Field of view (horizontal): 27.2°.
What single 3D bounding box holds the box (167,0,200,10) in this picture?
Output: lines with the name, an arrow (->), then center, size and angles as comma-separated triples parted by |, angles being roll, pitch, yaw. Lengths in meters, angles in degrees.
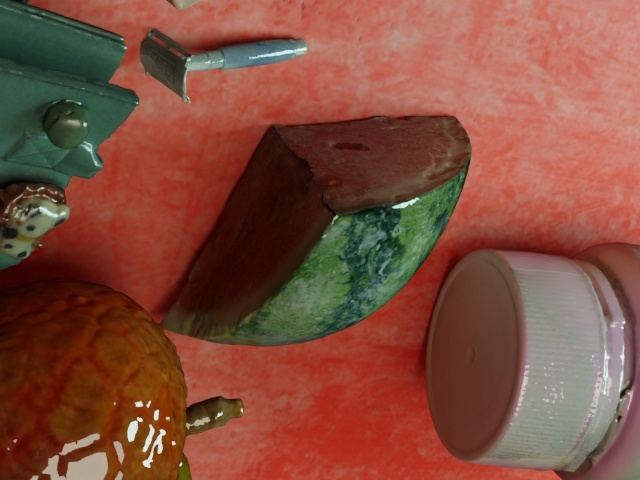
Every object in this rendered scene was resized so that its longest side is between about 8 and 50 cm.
box -> -0.052, -0.278, 0.979 | 0.201, 0.058, 0.141 | -29, 126, -11

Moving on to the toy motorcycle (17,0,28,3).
toy motorcycle -> -0.311, -0.184, 0.890 | 0.225, 0.073, 0.152 | 26, 99, -30

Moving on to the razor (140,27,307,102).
razor -> -0.068, -0.148, 1.055 | 0.135, 0.068, 0.040 | -15, 126, -34

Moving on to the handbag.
handbag -> -0.296, -0.058, 0.897 | 0.274, 0.100, 0.269 | 18, 132, -37

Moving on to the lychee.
lychee -> -0.208, 0.153, 1.033 | 0.300, 0.255, 0.255 | -2, 119, -40

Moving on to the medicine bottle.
medicine bottle -> 0.275, 0.121, 1.257 | 0.302, 0.241, 0.241 | 8, 113, -20

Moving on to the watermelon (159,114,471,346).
watermelon -> 0.000, 0.000, 1.117 | 0.260, 0.176, 0.256 | -64, 163, 15
